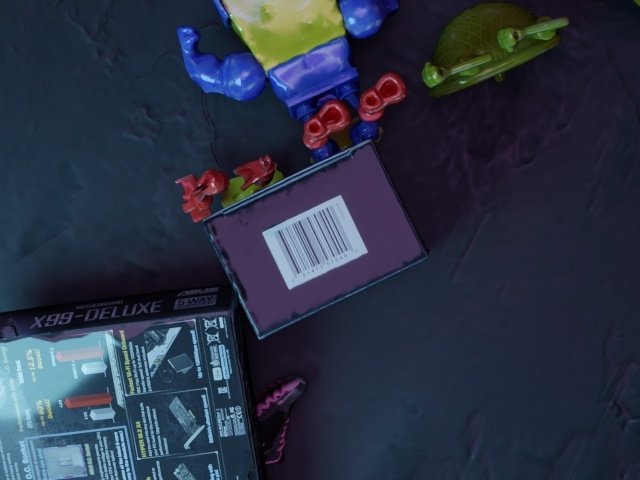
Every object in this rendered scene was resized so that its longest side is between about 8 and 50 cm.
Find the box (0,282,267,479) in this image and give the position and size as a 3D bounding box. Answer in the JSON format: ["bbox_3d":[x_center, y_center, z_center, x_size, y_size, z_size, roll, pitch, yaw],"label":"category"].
[{"bbox_3d":[-0.170,0.204,1.225,0.242,0.076,0.307,-8,107,3],"label":"box"}]

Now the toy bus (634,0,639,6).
[{"bbox_3d":[0.223,-0.353,1.220,0.130,0.108,0.332,-44,81,11],"label":"toy bus"}]

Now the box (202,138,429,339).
[{"bbox_3d":[0.000,0.000,1.194,0.153,0.207,0.108,-26,89,1],"label":"box"}]

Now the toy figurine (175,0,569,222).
[{"bbox_3d":[0.005,-0.190,1.211,0.362,0.191,0.217,-26,84,1],"label":"toy figurine"}]

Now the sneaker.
[{"bbox_3d":[-0.048,0.174,1.281,0.057,0.047,0.119,42,99,-4],"label":"sneaker"}]
